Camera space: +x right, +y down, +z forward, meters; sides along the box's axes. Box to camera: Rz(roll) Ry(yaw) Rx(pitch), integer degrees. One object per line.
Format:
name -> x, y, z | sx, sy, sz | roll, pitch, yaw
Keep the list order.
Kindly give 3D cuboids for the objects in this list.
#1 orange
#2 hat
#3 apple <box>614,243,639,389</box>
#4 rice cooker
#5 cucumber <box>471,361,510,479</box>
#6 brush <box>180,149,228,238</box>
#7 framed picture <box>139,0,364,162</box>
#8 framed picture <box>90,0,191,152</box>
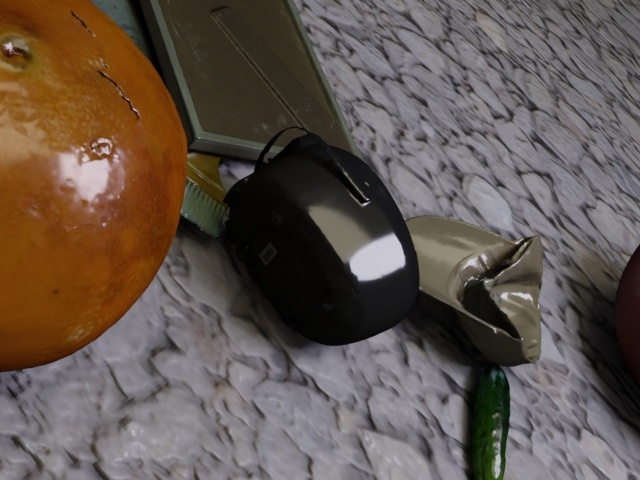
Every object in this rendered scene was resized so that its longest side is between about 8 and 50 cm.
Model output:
orange -> -0.226, -0.053, 0.535 | 0.284, 0.226, 0.283 | 22, 48, -26
hat -> 0.149, 0.062, 0.896 | 0.173, 0.144, 0.166 | 4, 36, 21
apple -> 0.499, 0.104, 0.977 | 0.235, 0.306, 0.305 | 44, 33, -40
rice cooker -> 0.000, -0.001, 0.753 | 0.118, 0.142, 0.203 | -27, 77, -38
cucumber -> 0.168, 0.176, 0.820 | 0.039, 0.039, 0.167 | 31, 43, -16
brush -> -0.108, -0.092, 0.816 | 0.082, 0.010, 0.218 | 38, 37, -21
framed picture -> -0.090, -0.222, 0.925 | 0.247, 0.022, 0.335 | 6, 55, -46
framed picture -> -0.285, -0.164, 0.731 | 0.347, 0.016, 0.264 | -9, 68, -44
